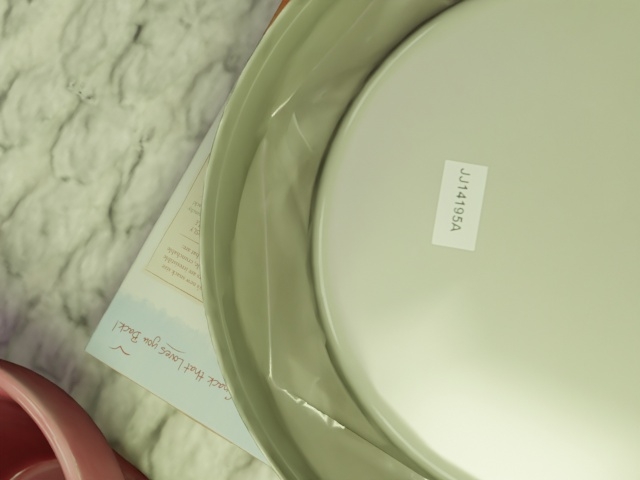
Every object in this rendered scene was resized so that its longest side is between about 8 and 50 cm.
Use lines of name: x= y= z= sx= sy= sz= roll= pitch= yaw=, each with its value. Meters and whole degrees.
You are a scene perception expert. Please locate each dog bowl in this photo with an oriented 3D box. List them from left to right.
dog bowl: x=0.122 y=0.004 z=0.754 sx=0.349 sy=0.102 sz=0.348 roll=0 pitch=86 yaw=2

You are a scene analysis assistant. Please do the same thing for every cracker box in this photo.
cracker box: x=0.000 y=0.000 z=0.866 sx=0.156 sy=0.067 sz=0.232 roll=29 pitch=88 yaw=22

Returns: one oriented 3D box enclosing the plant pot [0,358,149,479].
plant pot: x=-0.166 y=0.163 z=0.828 sx=0.201 sy=0.180 sz=0.201 roll=-5 pitch=77 yaw=19
